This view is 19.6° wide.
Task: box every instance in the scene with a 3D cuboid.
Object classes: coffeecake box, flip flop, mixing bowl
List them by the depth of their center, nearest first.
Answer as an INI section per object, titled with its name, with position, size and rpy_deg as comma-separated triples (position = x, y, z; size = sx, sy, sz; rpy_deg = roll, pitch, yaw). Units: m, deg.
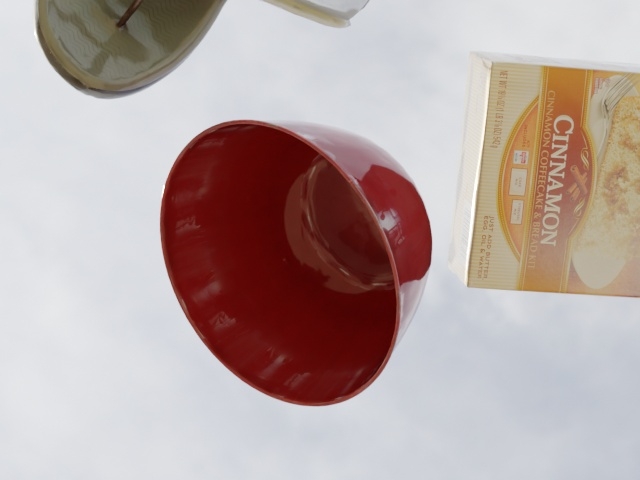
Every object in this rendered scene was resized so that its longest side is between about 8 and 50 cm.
[mixing bowl]
position = 0.000, 0.000, 1.131
size = 0.181, 0.098, 0.181
rpy_deg = 17, -61, 33
[coffeecake box]
position = 0.183, -0.040, 1.165
size = 0.185, 0.068, 0.142
rpy_deg = 3, -79, -9
[flip flop]
position = -0.071, -0.199, 1.187
size = 0.112, 0.277, 0.080
rpy_deg = 51, -19, 1

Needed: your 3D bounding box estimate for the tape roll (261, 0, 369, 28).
[tape roll]
position = 0.012, -0.241, 0.799
size = 0.100, 0.286, 0.286
rpy_deg = 19, -67, -12
